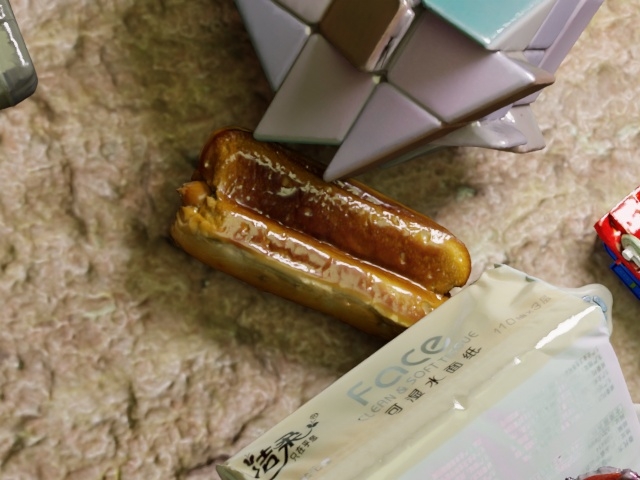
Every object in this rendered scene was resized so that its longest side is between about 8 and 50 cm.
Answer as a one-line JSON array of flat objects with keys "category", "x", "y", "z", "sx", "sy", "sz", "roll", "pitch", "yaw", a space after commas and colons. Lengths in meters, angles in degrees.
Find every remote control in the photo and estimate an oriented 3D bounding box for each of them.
[{"category": "remote control", "x": 0.291, "y": 0.085, "z": 1.855, "sx": 0.122, "sy": 0.032, "sz": 0.074, "roll": 3, "pitch": 82, "yaw": -16}]

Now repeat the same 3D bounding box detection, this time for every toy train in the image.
[{"category": "toy train", "x": 0.412, "y": 0.042, "z": 1.856, "sx": 0.083, "sy": 0.131, "sz": 0.204, "roll": -39, "pitch": 83, "yaw": -13}]

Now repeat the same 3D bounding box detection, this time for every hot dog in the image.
[{"category": "hot dog", "x": 0.000, "y": 0.000, "z": 1.736, "sx": 0.349, "sy": 0.117, "sz": 0.158, "roll": 24, "pitch": 79, "yaw": -15}]

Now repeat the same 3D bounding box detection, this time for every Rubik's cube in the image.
[{"category": "Rubik's cube", "x": 0.097, "y": -0.250, "z": 1.695, "sx": 0.387, "sy": 0.358, "sz": 0.368, "roll": 38, "pitch": 109, "yaw": 17}]

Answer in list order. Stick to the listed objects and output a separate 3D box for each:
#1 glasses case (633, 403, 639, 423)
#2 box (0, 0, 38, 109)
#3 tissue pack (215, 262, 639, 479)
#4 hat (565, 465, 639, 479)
[{"category": "glasses case", "x": 0.376, "y": 0.276, "z": 1.848, "sx": 0.063, "sy": 0.041, "sz": 0.164, "roll": 2, "pitch": 81, "yaw": -18}, {"category": "box", "x": -0.389, "y": -0.232, "z": 1.637, "sx": 0.129, "sy": 0.148, "sz": 0.210, "roll": -22, "pitch": 89, "yaw": -7}, {"category": "tissue pack", "x": 0.141, "y": 0.274, "z": 1.655, "sx": 0.405, "sy": 0.205, "sz": 0.331, "roll": -35, "pitch": 119, "yaw": -20}, {"category": "hat", "x": 0.312, "y": 0.318, "z": 1.604, "sx": 0.140, "sy": 0.227, "sz": 0.128, "roll": -23, "pitch": 57, "yaw": 20}]
